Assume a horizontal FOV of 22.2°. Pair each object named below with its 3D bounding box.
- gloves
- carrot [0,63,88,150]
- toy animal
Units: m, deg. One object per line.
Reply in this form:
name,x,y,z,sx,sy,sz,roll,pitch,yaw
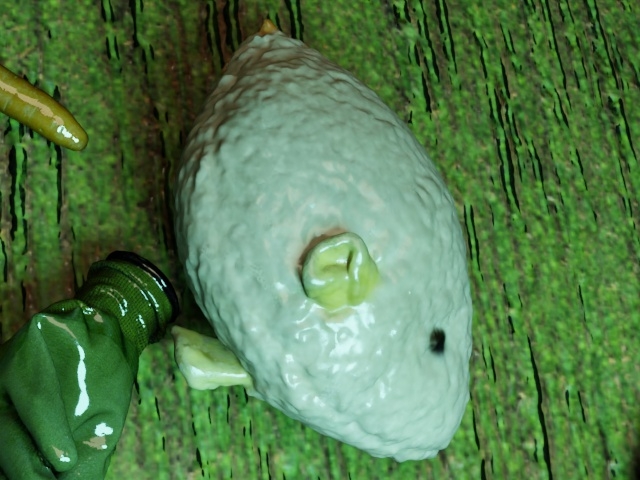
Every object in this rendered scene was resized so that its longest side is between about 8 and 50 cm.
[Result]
gloves,-0.185,0.117,1.155,0.107,0.135,0.268,-4,39,23
carrot,-0.286,-0.144,1.281,0.248,0.043,0.043,33,60,-5
toy animal,-0.003,-0.006,1.223,0.226,0.188,0.358,0,62,-51
